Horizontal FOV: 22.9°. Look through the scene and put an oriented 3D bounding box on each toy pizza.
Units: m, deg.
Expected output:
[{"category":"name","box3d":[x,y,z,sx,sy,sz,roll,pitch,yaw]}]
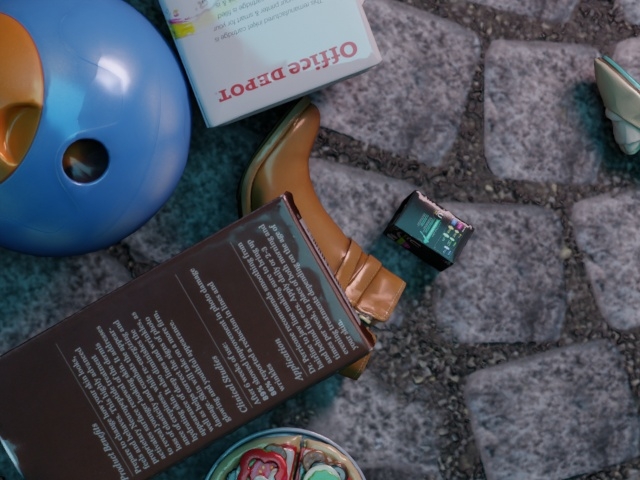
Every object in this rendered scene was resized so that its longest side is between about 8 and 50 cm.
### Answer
[{"category":"toy pizza","box3d":[-0.037,0.308,1.752,0.201,0.032,0.201,2,81,-10]}]

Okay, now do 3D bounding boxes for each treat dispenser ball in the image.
[{"category":"treat dispenser ball","box3d":[-0.276,-0.125,1.648,0.288,0.288,0.288,2,81,-10]}]

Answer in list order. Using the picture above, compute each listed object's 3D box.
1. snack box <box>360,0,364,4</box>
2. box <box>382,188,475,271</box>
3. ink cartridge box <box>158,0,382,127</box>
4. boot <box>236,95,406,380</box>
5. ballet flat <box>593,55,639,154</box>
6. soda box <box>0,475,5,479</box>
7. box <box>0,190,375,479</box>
[{"category":"snack box","box3d":[-0.026,-0.326,1.858,0.178,0.022,0.064,25,81,-5]},{"category":"box","box3d":[0.124,-0.010,1.814,0.083,0.062,0.052,33,76,-4]},{"category":"ink cartridge box","box3d":[-0.076,-0.280,1.704,0.198,0.197,0.270,-21,96,-1]},{"category":"boot","box3d":[0.000,0.000,1.766,0.220,0.109,0.283,24,80,-4]},{"category":"ballet flat","box3d":[0.404,-0.116,1.875,0.248,0.086,0.086,38,77,-3]},{"category":"soda box","box3d":[-0.382,0.375,1.651,0.083,0.092,0.263,4,81,-8]},{"category":"box","box3d":[-0.151,0.124,1.658,0.381,0.143,0.191,-29,91,1]}]
